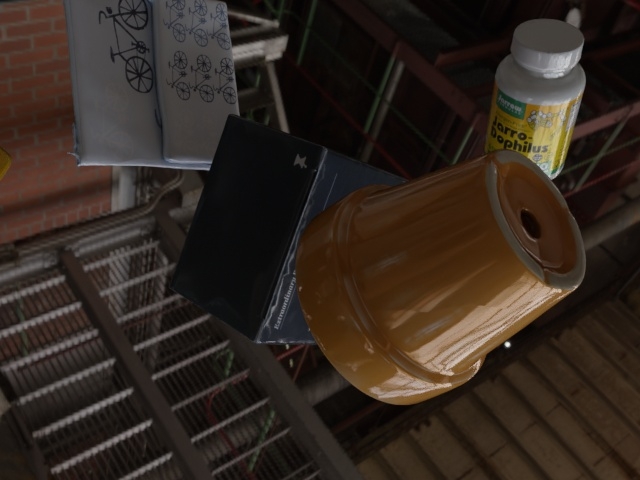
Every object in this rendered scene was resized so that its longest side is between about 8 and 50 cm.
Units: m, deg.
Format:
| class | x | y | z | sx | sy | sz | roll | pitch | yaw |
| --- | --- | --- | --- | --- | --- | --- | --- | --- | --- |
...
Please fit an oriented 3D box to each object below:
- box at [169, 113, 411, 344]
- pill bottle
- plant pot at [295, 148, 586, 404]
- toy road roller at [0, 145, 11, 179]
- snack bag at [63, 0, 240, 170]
| class | x | y | z | sx | sy | sz | roll | pitch | yaw |
| --- | --- | --- | --- | --- | --- | --- | --- | --- | --- |
| box | 0.000 | 0.000 | 1.171 | 0.212 | 0.293 | 0.396 | 25 | -173 | 36 |
| pill bottle | 0.293 | -0.188 | 0.967 | 0.118 | 0.208 | 0.117 | -1 | -134 | 1 |
| plant pot | 0.114 | 0.020 | 0.622 | 0.205 | 0.188 | 0.205 | 23 | -129 | -32 |
| toy road roller | -0.542 | -0.105 | 0.850 | 0.240 | 0.330 | 0.202 | 50 | -145 | -30 |
| snack bag | -0.278 | -0.282 | 1.211 | 0.343 | 0.037 | 0.322 | -4 | -92 | -47 |
